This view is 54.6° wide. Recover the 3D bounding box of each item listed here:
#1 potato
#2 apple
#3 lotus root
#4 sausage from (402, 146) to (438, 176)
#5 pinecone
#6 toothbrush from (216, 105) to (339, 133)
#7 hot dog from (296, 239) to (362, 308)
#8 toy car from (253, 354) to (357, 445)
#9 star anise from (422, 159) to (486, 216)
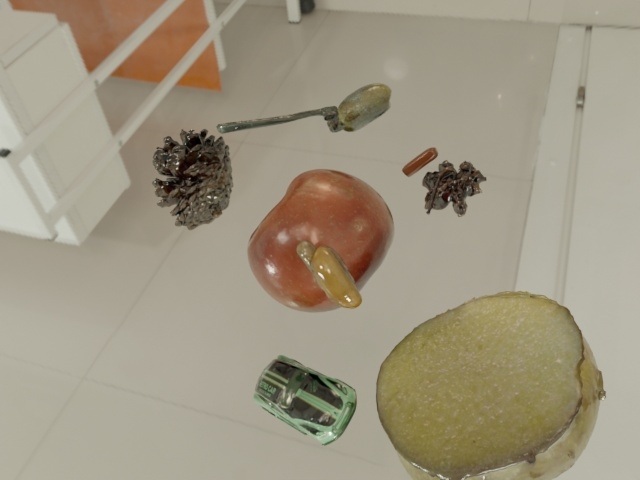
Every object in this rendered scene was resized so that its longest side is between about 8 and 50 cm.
[{"bbox_3d":[0.369,0.356,1.277,0.442,0.385,0.319,-32,129,2],"label":"potato"},{"bbox_3d":[0.000,0.000,1.451,0.277,0.348,0.348,36,140,-5],"label":"apple"},{"bbox_3d":[0.103,-0.342,1.629,0.088,0.192,0.113,54,169,16],"label":"lotus root"},{"bbox_3d":[0.314,-0.248,1.941,0.131,0.039,0.041,-37,80,32],"label":"sausage"},{"bbox_3d":[-0.388,-0.196,1.882,0.242,0.296,0.298,-8,163,-6],"label":"pinecone"},{"bbox_3d":[-0.097,-0.281,1.452,0.297,0.031,0.030,-11,153,-16],"label":"toothbrush"},{"bbox_3d":[0.015,0.056,1.039,0.060,0.090,0.140,-30,102,3],"label":"hot dog"},{"bbox_3d":[-0.052,0.339,1.375,0.125,0.136,0.306,41,162,-30],"label":"toy car"},{"bbox_3d":[0.415,-0.175,1.923,0.190,0.220,0.126,-2,133,4],"label":"star anise"}]
